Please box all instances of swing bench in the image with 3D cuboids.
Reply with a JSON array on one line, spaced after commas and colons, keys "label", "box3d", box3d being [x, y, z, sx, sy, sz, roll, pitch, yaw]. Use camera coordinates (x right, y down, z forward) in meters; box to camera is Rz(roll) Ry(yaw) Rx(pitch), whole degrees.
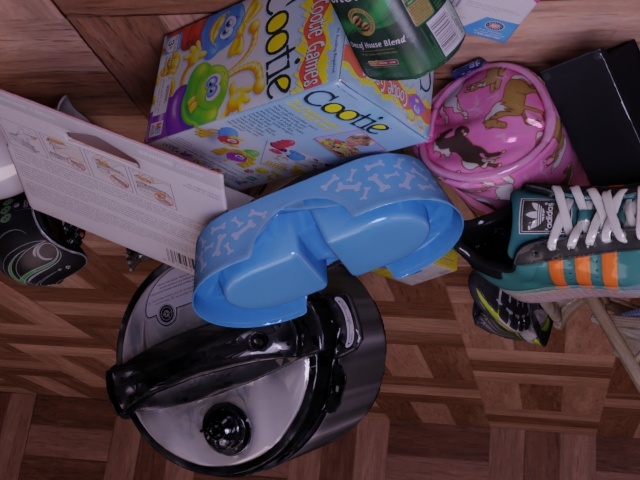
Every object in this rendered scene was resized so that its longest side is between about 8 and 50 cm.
[{"label": "swing bench", "box3d": [0.485, 0.121, 1.496, 0.254, 0.165, 0.253, 45, -177, 33]}]

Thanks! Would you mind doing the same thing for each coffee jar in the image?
[{"label": "coffee jar", "box3d": [0.043, -0.227, 0.781, 0.096, 0.079, 0.184, 11, 140, 50]}]

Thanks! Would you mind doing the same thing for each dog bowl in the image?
[{"label": "dog bowl", "box3d": [0.000, 0.000, 0.992, 0.297, 0.074, 0.166, -21, 150, 11]}]

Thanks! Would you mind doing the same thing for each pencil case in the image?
[{"label": "pencil case", "box3d": [0.245, -0.062, 1.145, 0.160, 0.167, 0.386, -39, 147, 7]}]

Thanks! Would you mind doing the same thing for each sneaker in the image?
[{"label": "sneaker", "box3d": [0.323, 0.125, 1.694, 0.121, 0.111, 0.300, -1, 156, 32]}, {"label": "sneaker", "box3d": [0.257, -0.005, 0.930, 0.121, 0.108, 0.302, 25, 154, -28]}]

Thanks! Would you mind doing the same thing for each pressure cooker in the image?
[{"label": "pressure cooker", "box3d": [-0.109, 0.182, 1.494, 0.375, 0.370, 0.420, 30, -171, 20]}]

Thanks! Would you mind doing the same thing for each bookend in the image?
[{"label": "bookend", "box3d": [0.326, -0.144, 0.990, 0.072, 0.156, 0.157, -17, 105, 47]}]

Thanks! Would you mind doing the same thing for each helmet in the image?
[{"label": "helmet", "box3d": [-0.459, -0.005, 1.520, 0.161, 0.169, 0.169, -28, 143, 31]}]

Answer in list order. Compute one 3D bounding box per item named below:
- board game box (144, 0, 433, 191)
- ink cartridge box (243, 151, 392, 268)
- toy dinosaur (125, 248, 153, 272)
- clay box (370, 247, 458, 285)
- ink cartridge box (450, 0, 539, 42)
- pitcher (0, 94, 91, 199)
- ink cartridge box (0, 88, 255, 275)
[{"label": "board game box", "box3d": [-0.033, -0.164, 0.979, 0.275, 0.142, 0.144, -11, 154, 40]}, {"label": "ink cartridge box", "box3d": [0.007, -0.045, 1.336, 0.165, 0.065, 0.333, 35, 151, -17]}, {"label": "toy dinosaur", "box3d": [-0.227, -0.023, 1.440, 0.160, 0.121, 0.313, -15, 172, -7]}, {"label": "clay box", "box3d": [0.100, 0.011, 1.532, 0.222, 0.053, 0.127, 20, 156, -26]}, {"label": "ink cartridge box", "box3d": [0.150, -0.251, 0.802, 0.104, 0.061, 0.181, 12, 160, -10]}, {"label": "pitcher", "box3d": [-0.400, -0.117, 1.271, 0.207, 0.125, 0.178, -11, 162, 13]}, {"label": "ink cartridge box", "box3d": [-0.219, -0.074, 1.064, 0.296, 0.066, 0.261, 22, 151, 10]}]
